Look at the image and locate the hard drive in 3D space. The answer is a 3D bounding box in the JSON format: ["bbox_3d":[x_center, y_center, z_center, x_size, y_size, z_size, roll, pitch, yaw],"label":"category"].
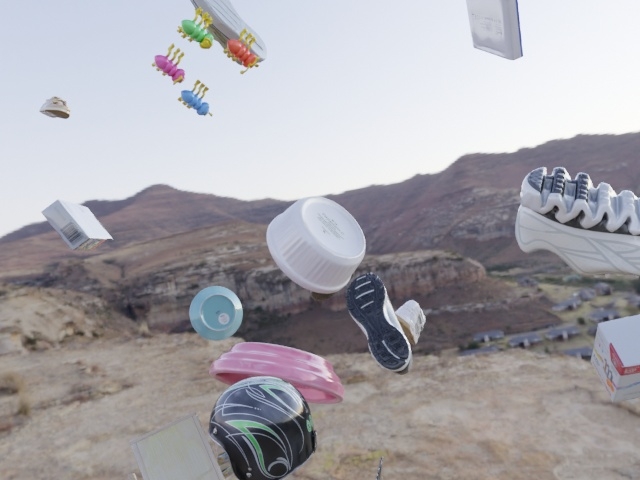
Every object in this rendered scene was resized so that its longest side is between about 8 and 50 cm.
[{"bbox_3d":[0.436,-0.644,1.400,0.040,0.318,0.210,-23,33,-4],"label":"hard drive"}]

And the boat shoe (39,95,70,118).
[{"bbox_3d":[-0.785,-0.399,1.608,0.170,0.059,0.063,14,-7,43],"label":"boat shoe"}]

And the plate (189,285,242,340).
[{"bbox_3d":[-0.354,0.248,1.862,0.188,0.188,0.024,-10,-9,-30],"label":"plate"}]

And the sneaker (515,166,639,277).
[{"bbox_3d":[0.394,0.001,0.688,0.292,0.118,0.110,22,38,22],"label":"sneaker"}]

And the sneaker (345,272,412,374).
[{"bbox_3d":[0.137,0.195,1.269,0.100,0.271,0.108,-26,-37,7],"label":"sneaker"}]

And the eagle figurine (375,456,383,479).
[{"bbox_3d":[0.154,0.788,1.509,0.298,0.225,0.226,-45,-23,-1],"label":"eagle figurine"}]

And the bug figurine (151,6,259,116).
[{"bbox_3d":[-0.300,-0.444,1.384,0.279,0.072,0.216,-38,-52,26],"label":"bug figurine"}]

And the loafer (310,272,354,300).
[{"bbox_3d":[0.035,0.126,1.606,0.148,0.056,0.050,-32,10,0],"label":"loafer"}]

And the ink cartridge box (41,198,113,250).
[{"bbox_3d":[-0.320,-0.018,0.723,0.029,0.063,0.115,-38,3,-6],"label":"ink cartridge box"}]

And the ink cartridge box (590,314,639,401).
[{"bbox_3d":[0.750,0.286,1.310,0.127,0.176,0.128,-14,44,6],"label":"ink cartridge box"}]

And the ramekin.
[{"bbox_3d":[0.000,0.000,1.466,0.273,0.273,0.127,-10,-30,-48],"label":"ramekin"}]

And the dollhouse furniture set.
[{"bbox_3d":[-0.315,0.636,1.325,0.362,0.256,0.394,-20,-35,-22],"label":"dollhouse furniture set"}]

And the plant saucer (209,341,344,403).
[{"bbox_3d":[-0.100,0.324,1.328,0.332,0.084,0.332,10,-23,4],"label":"plant saucer"}]

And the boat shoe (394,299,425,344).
[{"bbox_3d":[0.277,0.245,1.651,0.096,0.098,0.277,-50,-17,-9],"label":"boat shoe"}]

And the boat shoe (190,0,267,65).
[{"bbox_3d":[-0.270,-0.589,1.502,0.094,0.109,0.302,-16,-35,28],"label":"boat shoe"}]

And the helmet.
[{"bbox_3d":[-0.101,0.313,0.927,0.169,0.161,0.169,-28,2,1],"label":"helmet"}]
